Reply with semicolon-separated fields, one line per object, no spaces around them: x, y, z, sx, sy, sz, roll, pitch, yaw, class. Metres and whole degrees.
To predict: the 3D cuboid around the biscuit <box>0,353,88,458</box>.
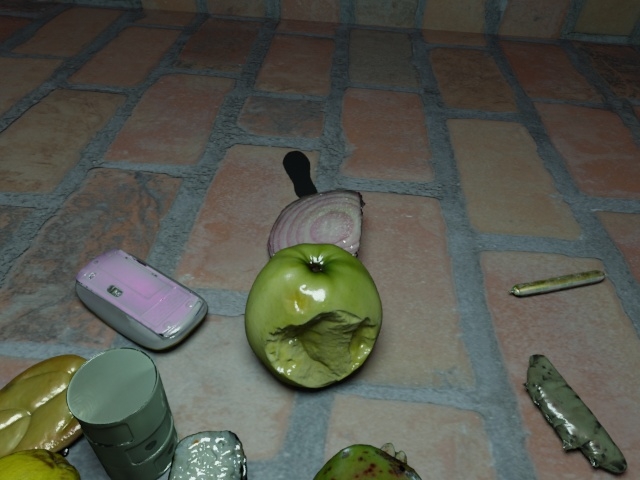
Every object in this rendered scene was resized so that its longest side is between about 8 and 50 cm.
-0.507;0.305;0.824;0.203;0.041;0.260;35;50;28;biscuit

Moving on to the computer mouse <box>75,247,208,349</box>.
-0.385;0.124;0.999;0.310;0.072;0.158;25;49;22;computer mouse

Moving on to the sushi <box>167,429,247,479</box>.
-0.166;0.405;0.680;0.124;0.127;0.225;-3;52;-8;sushi

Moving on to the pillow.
0.453;0.319;0.866;0.093;0.051;0.241;-7;45;-18;pillow

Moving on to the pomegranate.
0.076;0.388;0.679;0.202;0.202;0.248;19;19;15;pomegranate

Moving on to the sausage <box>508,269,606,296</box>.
0.572;0.103;1.114;0.268;0.033;0.033;-8;45;-12;sausage

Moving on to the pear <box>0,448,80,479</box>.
-0.439;0.384;0.671;0.148;0.149;0.162;30;54;25;pear

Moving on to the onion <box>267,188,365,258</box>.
0.000;0.000;1.142;0.247;0.111;0.250;-7;51;22;onion

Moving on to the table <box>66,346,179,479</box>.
-0.302;0.282;0.732;0.126;0.220;0.126;3;42;-2;table

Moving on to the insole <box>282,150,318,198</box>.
-0.064;-0.203;1.413;0.086;0.005;0.253;-7;44;-10;insole

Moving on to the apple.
-0.011;0.136;0.897;0.278;0.279;0.279;2;44;-2;apple
